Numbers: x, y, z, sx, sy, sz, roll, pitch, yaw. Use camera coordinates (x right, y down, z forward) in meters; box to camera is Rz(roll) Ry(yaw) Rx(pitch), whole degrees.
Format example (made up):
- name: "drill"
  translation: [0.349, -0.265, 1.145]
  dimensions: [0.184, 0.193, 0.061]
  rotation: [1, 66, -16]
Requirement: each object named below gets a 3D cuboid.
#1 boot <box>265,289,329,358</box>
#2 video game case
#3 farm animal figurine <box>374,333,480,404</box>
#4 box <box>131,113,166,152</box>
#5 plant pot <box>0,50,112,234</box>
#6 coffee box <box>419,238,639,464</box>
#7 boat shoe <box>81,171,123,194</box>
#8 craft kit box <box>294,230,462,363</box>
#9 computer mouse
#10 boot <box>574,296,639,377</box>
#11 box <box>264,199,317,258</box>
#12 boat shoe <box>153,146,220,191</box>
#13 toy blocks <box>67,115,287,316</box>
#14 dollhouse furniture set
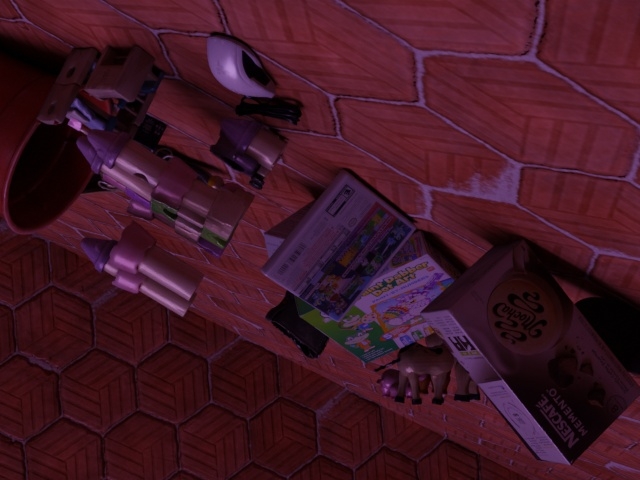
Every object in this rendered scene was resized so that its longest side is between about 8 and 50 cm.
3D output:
- name: "boot"
  translation: [0.027, 0.112, 2.085]
  dimensions: [0.263, 0.229, 0.091]
  rotation: [34, 164, -36]
- name: "video game case"
  translation: [0.031, 0.012, 1.775]
  dimensions: [0.183, 0.201, 0.023]
  rotation: [35, -174, -39]
- name: "farm animal figurine"
  translation: [0.281, 0.232, 2.255]
  dimensions: [0.326, 0.172, 0.330]
  rotation: [3, 178, 7]
- name: "box"
  translation: [-0.303, -0.178, 1.922]
  dimensions: [0.062, 0.052, 0.083]
  rotation: [28, 165, -12]
- name: "plant pot"
  translation: [-0.529, -0.192, 1.866]
  dimensions: [0.265, 0.272, 0.272]
  rotation: [29, 168, 13]
- name: "coffee box"
  translation: [0.314, 0.168, 1.705]
  dimensions: [0.297, 0.168, 0.119]
  rotation: [52, 163, -5]
- name: "boat shoe"
  translation: [-0.403, -0.124, 2.225]
  dimensions: [0.104, 0.089, 0.285]
  rotation: [34, 164, -33]
- name: "craft kit box"
  translation: [0.123, 0.104, 1.964]
  dimensions: [0.249, 0.061, 0.246]
  rotation: [-27, 141, 19]
- name: "computer mouse"
  translation: [-0.100, -0.203, 1.489]
  dimensions: [0.106, 0.042, 0.193]
  rotation: [18, 166, 28]
- name: "boot"
  translation: [0.456, 0.154, 1.893]
  dimensions: [0.264, 0.096, 0.280]
  rotation: [22, 176, -22]
- name: "box"
  translation: [0.000, 0.000, 1.878]
  dimensions: [0.126, 0.137, 0.072]
  rotation: [14, 126, 38]
- name: "boat shoe"
  translation: [-0.295, -0.124, 2.044]
  dimensions: [0.254, 0.095, 0.079]
  rotation: [29, 180, 20]
- name: "toy blocks"
  translation: [-0.230, -0.088, 1.633]
  dimensions: [0.260, 0.309, 0.288]
  rotation: [31, 167, -2]
- name: "dollhouse furniture set"
  translation: [-0.300, -0.196, 1.677]
  dimensions: [0.183, 0.129, 0.129]
  rotation: [9, 160, 48]
